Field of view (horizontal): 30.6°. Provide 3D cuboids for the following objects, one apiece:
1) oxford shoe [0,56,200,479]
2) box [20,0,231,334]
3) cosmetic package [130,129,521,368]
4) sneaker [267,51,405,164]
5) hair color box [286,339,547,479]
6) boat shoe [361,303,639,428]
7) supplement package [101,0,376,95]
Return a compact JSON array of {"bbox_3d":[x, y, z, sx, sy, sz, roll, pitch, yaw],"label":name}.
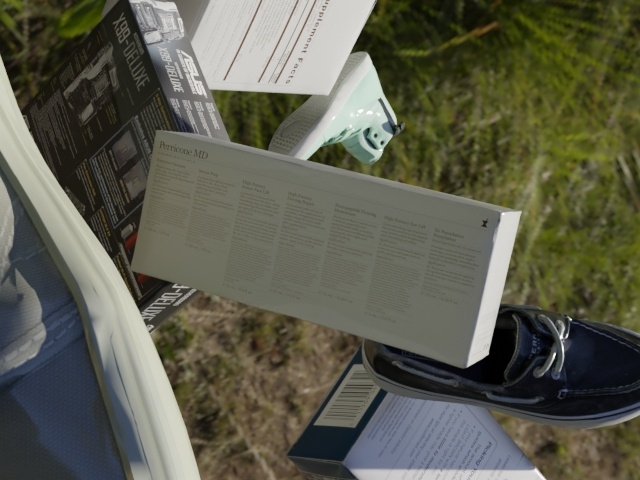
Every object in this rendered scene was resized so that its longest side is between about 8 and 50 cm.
[{"bbox_3d":[-0.167,0.009,0.430,0.130,0.169,0.449,-16,76,-43],"label":"oxford shoe"},{"bbox_3d":[-0.207,-0.075,1.287,0.076,0.242,0.307,0,59,-48],"label":"box"},{"bbox_3d":[0.000,0.000,0.755,0.060,0.239,0.098,-11,114,-66],"label":"cosmetic package"},{"bbox_3d":[0.032,-0.151,1.749,0.256,0.094,0.151,-51,122,-32],"label":"sneaker"},{"bbox_3d":[0.138,0.281,1.284,0.347,0.105,0.174,49,60,-22],"label":"hair color box"},{"bbox_3d":[0.191,0.108,1.112,0.301,0.102,0.108,9,69,1],"label":"boat shoe"},{"bbox_3d":[-0.101,-0.313,1.539,0.293,0.175,0.177,-5,42,-47],"label":"supplement package"}]
